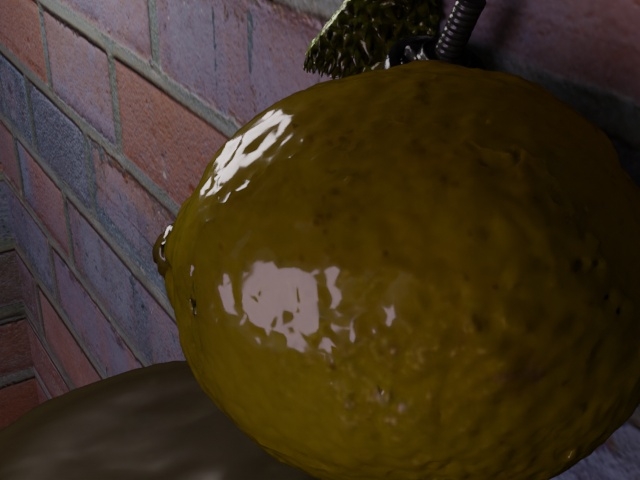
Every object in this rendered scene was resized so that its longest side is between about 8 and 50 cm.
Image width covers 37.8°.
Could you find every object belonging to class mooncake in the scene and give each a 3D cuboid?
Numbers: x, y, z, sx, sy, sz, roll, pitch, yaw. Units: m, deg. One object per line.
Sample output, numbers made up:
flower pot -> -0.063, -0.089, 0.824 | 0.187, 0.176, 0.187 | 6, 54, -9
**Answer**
mooncake -> -0.127, 0.295, 0.882 | 0.467, 0.466, 0.262 | 18, 126, 58

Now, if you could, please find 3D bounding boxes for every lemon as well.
lemon -> 0.052, 0.026, 0.570 | 0.321, 0.268, 0.268 | -2, 105, 24

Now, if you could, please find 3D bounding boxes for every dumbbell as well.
dumbbell -> 0.068, -0.082, 0.705 | 0.082, 0.081, 0.254 | 59, 149, 28

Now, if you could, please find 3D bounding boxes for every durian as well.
durian -> 0.039, -0.171, 0.750 | 0.215, 0.086, 0.100 | -41, 33, 56
